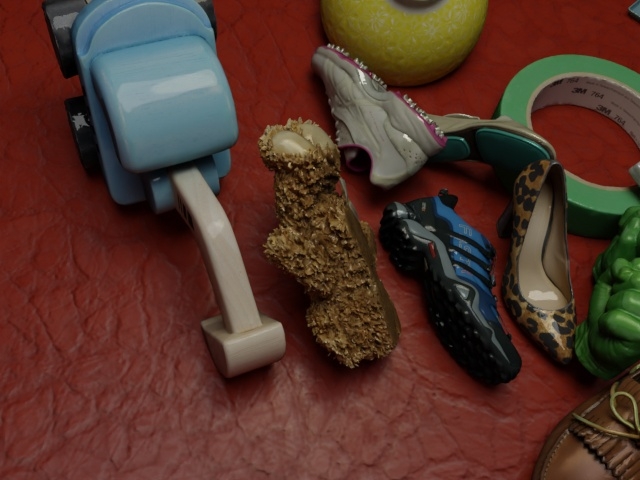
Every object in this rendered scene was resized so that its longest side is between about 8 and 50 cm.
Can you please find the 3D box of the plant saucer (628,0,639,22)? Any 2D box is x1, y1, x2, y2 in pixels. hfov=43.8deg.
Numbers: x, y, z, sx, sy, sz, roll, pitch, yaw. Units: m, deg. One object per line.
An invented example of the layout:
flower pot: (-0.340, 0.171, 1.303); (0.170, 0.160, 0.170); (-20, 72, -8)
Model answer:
plant saucer: (0.670, -0.391, 1.500); (0.192, 0.018, 0.067); (43, 63, 16)

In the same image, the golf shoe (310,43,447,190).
golf shoe: (0.056, -0.196, 1.234); (0.140, 0.115, 0.306); (-50, 50, 11)

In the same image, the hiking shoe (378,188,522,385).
hiking shoe: (0.205, 0.051, 1.108); (0.132, 0.113, 0.304); (-21, 65, -19)

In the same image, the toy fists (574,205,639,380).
toy fists: (0.426, 0.055, 1.089); (0.096, 0.142, 0.279); (33, 46, 2)

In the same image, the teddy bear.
teddy bear: (0.000, 0.000, 1.052); (0.113, 0.338, 0.245); (-18, 23, 16)

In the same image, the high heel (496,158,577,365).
high heel: (0.316, 0.025, 1.097); (0.093, 0.186, 0.261); (-7, 61, -12)

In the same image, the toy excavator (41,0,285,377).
toy excavator: (-0.188, -0.096, 1.051); (0.222, 0.433, 0.445); (-16, 35, -18)

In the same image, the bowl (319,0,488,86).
bowl: (0.146, -0.411, 1.290); (0.289, 0.156, 0.290); (0, 84, -4)

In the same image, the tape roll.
tape roll: (0.435, -0.157, 1.290); (0.321, 0.077, 0.321); (4, 59, -7)

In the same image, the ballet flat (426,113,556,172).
ballet flat: (0.244, -0.158, 1.207); (0.248, 0.086, 0.086); (11, 53, 34)

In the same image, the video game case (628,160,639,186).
video game case: (0.619, -0.085, 1.228); (0.285, 0.025, 0.204); (-29, 79, -32)

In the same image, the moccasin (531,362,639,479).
moccasin: (0.414, 0.236, 1.010); (0.380, 0.147, 0.139); (-27, 67, -22)
